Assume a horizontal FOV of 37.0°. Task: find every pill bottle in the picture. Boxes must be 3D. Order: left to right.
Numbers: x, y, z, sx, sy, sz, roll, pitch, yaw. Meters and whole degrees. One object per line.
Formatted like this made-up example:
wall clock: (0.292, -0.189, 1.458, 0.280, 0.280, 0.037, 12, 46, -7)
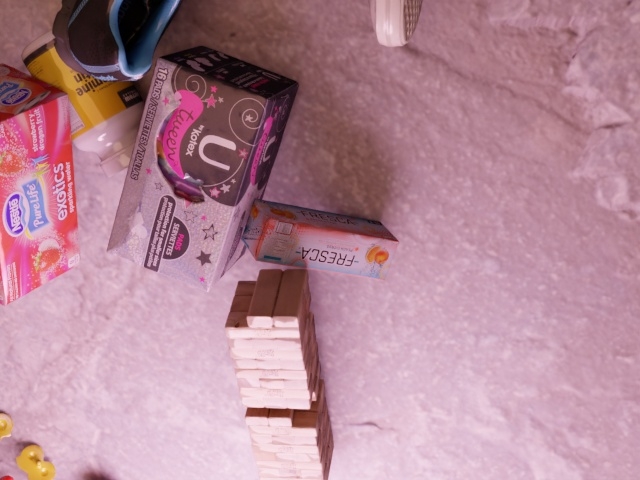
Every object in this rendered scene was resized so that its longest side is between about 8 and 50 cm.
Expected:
pill bottle: (-0.279, -0.175, 1.185, 0.103, 0.103, 0.184, -27, 101, 16)

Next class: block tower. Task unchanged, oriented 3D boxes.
block tower: (-0.045, 0.191, 1.209, 0.091, 0.097, 0.335, 0, 126, 10)

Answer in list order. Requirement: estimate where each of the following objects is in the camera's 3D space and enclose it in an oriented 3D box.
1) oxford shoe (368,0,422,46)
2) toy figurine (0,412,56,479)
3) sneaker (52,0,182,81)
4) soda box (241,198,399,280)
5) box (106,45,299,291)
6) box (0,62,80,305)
oxford shoe: (0.042, -0.433, 1.024, 0.130, 0.169, 0.449, -5, 100, 13)
toy figurine: (-0.580, 0.317, 1.349, 0.217, 0.191, 0.362, -40, 96, 23)
sneaker: (-0.176, -0.333, 1.067, 0.125, 0.139, 0.341, 16, 98, -42)
soda box: (0.000, 0.000, 1.168, 0.183, 0.063, 0.058, 10, 112, -28)
box: (-0.138, -0.089, 1.154, 0.142, 0.163, 0.247, 20, 109, 5)
box: (-0.387, -0.067, 1.173, 0.122, 0.128, 0.257, 26, 129, 26)
